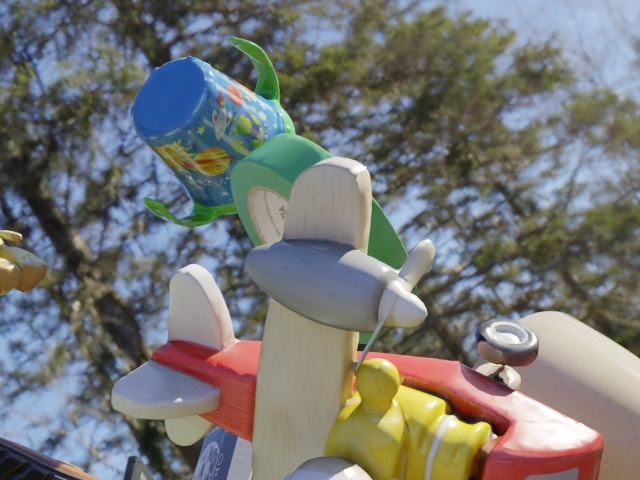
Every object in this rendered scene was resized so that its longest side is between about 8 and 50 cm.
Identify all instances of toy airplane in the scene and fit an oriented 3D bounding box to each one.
[{"bbox_3d":[-0.003,0.167,0.982,0.384,0.386,0.272,-34,15,23],"label":"toy airplane"}]

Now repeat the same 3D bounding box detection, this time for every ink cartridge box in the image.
[{"bbox_3d":[-0.145,0.322,1.864,0.206,0.045,0.208,-39,31,59],"label":"ink cartridge box"}]

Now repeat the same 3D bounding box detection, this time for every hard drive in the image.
[{"bbox_3d":[-0.293,0.424,1.791,0.022,0.135,0.094,-7,-46,13],"label":"hard drive"}]

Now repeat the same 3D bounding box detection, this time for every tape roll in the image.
[{"bbox_3d":[0.000,0.000,1.622,0.077,0.321,0.321,-39,-15,-20],"label":"tape roll"}]

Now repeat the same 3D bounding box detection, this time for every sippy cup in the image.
[{"bbox_3d":[-0.198,-0.193,1.946,0.240,0.305,0.224,-21,-34,24],"label":"sippy cup"}]

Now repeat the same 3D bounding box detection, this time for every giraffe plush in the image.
[{"bbox_3d":[-0.533,0.076,1.705,0.181,0.210,0.170,12,-74,-31],"label":"giraffe plush"}]

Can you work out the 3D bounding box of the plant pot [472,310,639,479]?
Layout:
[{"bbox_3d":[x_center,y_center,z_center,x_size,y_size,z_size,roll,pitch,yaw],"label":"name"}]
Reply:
[{"bbox_3d":[0.340,0.243,1.306,0.257,0.274,0.256,-11,-70,-34],"label":"plant pot"}]

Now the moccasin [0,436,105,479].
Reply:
[{"bbox_3d":[-0.346,0.410,1.645,0.147,0.380,0.139,77,-145,-76],"label":"moccasin"}]
